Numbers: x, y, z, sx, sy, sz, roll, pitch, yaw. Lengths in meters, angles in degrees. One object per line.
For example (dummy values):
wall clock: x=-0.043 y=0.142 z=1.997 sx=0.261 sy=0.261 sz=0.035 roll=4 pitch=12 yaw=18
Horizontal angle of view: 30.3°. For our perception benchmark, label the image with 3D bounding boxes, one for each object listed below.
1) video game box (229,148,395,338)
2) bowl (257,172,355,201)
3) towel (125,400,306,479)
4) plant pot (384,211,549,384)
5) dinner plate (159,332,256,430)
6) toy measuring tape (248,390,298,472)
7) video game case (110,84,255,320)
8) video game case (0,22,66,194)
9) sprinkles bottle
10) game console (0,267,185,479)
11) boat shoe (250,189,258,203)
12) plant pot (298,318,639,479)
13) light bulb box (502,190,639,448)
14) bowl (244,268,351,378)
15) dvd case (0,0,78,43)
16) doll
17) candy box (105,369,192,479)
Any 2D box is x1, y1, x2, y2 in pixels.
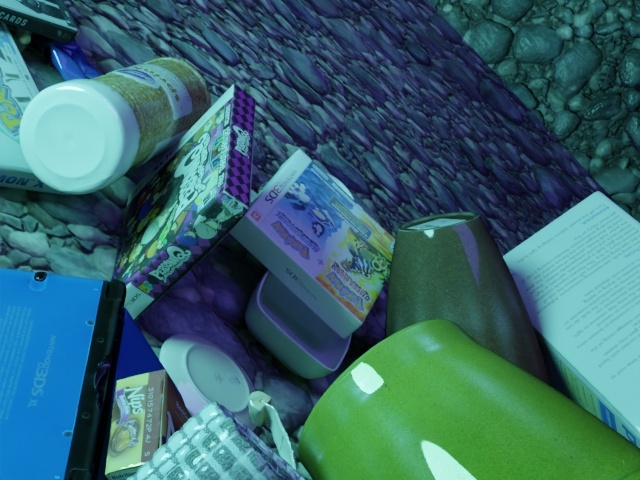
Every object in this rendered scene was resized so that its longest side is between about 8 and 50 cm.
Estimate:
video game box: x=0.000 y=0.000 z=1.537 sx=0.205 sy=0.048 sz=0.187 roll=43 pitch=40 yaw=-7
bowl: x=-0.002 y=-0.046 z=1.716 sx=0.170 sy=0.080 sz=0.170 roll=34 pitch=28 yaw=-22
towel: x=-0.063 y=0.302 z=0.931 sx=0.284 sy=0.235 sz=0.121 roll=46 pitch=-6 yaw=-18
plant pot: x=0.171 y=0.086 z=1.529 sx=0.215 sy=0.215 sz=0.230 roll=-32 pitch=113 yaw=-64
dinner plate: x=-0.120 y=0.158 z=1.325 sx=0.141 sy=0.017 sz=0.141 roll=37 pitch=27 yaw=-23
toy measuring tape: x=-0.049 y=0.295 z=1.130 sx=0.121 sy=0.121 sz=0.330 roll=19 pitch=34 yaw=-43
video game case: x=-0.155 y=-0.045 z=1.337 sx=0.042 sy=0.210 sz=0.232 roll=35 pitch=29 yaw=-24
video game case: x=-0.445 y=-0.198 z=1.317 sx=0.300 sy=0.036 sz=0.329 roll=7 pitch=46 yaw=-52
sprinkles bottle: x=-0.232 y=-0.145 z=1.407 sx=0.121 sy=0.121 sz=0.355 roll=45 pitch=16 yaw=-3
game console: x=-0.247 y=0.183 z=1.086 sx=0.250 sy=0.173 sz=0.293 roll=7 pitch=35 yaw=-7
boat shoe: x=-0.040 y=-0.005 z=1.604 sx=0.226 sy=0.076 sz=0.083 roll=47 pitch=26 yaw=0
plant pot: x=0.169 y=0.280 z=1.254 sx=0.366 sy=0.366 sz=0.353 roll=6 pitch=36 yaw=-53
light bulb box: x=0.447 y=0.189 z=1.651 sx=0.361 sy=0.225 sz=0.358 roll=49 pitch=-8 yaw=46
bowl: x=-0.034 y=0.106 z=1.484 sx=0.142 sy=0.053 sz=0.142 roll=43 pitch=27 yaw=-8
dvd case: x=-0.430 y=-0.338 z=1.462 sx=0.238 sy=0.029 sz=0.179 roll=12 pitch=37 yaw=-45
doll: x=-0.349 y=-0.258 z=1.534 sx=0.189 sy=0.046 sz=0.129 roll=51 pitch=25 yaw=8
candy box: x=-0.131 y=0.219 z=1.065 sx=0.109 sy=0.053 sz=0.187 roll=-93 pitch=167 yaw=-50
